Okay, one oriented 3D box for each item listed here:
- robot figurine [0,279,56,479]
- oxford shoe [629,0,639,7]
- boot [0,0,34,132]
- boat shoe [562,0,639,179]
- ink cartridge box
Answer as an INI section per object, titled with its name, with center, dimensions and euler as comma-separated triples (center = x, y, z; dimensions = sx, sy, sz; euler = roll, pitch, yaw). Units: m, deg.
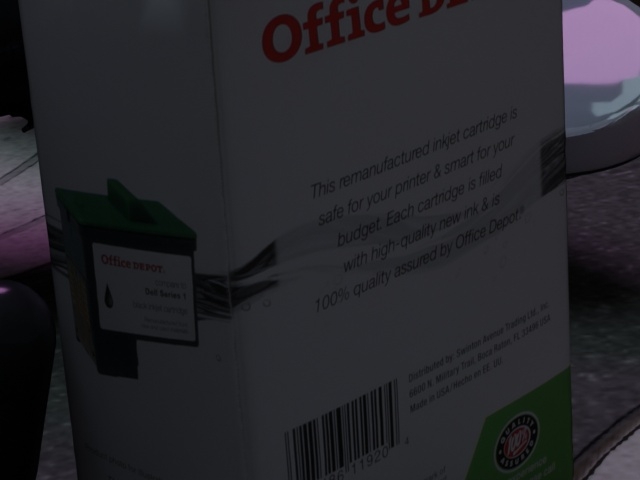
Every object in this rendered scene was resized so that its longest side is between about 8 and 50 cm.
[robot figurine]
center = -0.221, 0.064, 0.544
dimensions = 0.278, 0.174, 0.209
euler = -16, 12, -30
[oxford shoe]
center = 0.089, -0.144, 1.195
dimensions = 0.348, 0.123, 0.130
euler = -4, 57, -24
[boot]
center = -0.159, -0.161, 0.936
dimensions = 0.445, 0.146, 0.367
euler = -15, 34, 11
[boat shoe]
center = 0.055, -0.053, 0.905
dimensions = 0.306, 0.105, 0.113
euler = 2, 48, 43
[ink cartridge box]
center = 0.000, 0.000, 0.594
dimensions = 0.092, 0.219, 0.160
euler = 14, 26, 41
